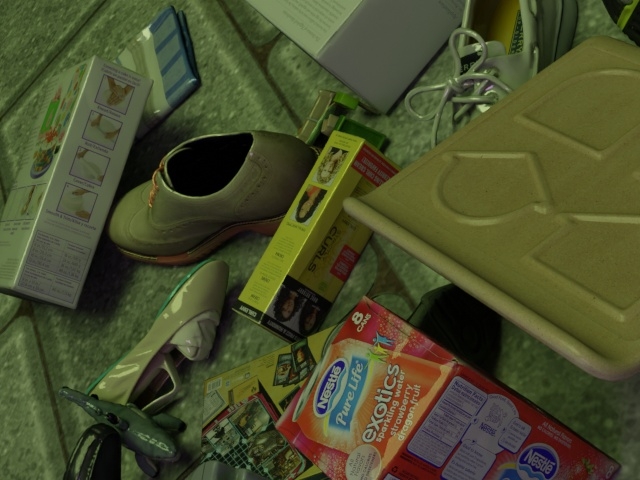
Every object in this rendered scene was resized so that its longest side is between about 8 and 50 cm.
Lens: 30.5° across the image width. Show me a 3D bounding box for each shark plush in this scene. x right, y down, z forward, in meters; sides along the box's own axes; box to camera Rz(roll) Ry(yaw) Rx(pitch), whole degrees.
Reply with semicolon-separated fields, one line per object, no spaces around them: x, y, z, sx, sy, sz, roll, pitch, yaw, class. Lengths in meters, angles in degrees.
-0.224;0.203;1.350;0.161;0.067;0.073;39;86;13;shark plush

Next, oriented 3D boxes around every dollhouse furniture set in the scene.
0.026;-0.135;1.414;0.076;0.059;0.152;-63;19;3;dollhouse furniture set

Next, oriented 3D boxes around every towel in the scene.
-0.305;-0.218;1.805;0.285;0.034;0.209;-38;43;20;towel

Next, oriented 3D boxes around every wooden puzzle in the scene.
0.244;-0.034;0.986;0.348;0.080;0.322;-32;39;-20;wooden puzzle

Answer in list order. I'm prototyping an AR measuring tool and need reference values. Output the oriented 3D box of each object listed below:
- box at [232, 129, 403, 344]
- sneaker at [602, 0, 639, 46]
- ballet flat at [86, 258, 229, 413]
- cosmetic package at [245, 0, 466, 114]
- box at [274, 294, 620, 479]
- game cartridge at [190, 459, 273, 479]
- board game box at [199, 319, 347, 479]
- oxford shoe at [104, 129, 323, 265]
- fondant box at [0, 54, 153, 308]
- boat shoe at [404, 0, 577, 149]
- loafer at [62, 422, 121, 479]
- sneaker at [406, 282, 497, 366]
0.000;0.000;1.297;0.058;0.087;0.232;22;79;48;box
0.409;-0.239;1.033;0.147;0.145;0.385;-40;33;-23;sneaker
-0.178;0.135;1.402;0.248;0.086;0.086;-49;39;11;ballet flat
0.058;-0.309;1.412;0.224;0.138;0.224;-49;39;6;cosmetic package
0.107;0.164;0.932;0.128;0.257;0.123;-56;42;0;box
-0.049;0.359;1.001;0.062;0.198;0.297;-18;51;37;game cartridge
-0.025;0.188;1.223;0.243;0.042;0.165;-25;48;32;board game box
-0.159;-0.069;1.455;0.397;0.147;0.140;-16;56;41;oxford shoe
-0.360;-0.077;1.635;0.238;0.096;0.330;0;72;63;fondant box
0.168;-0.152;1.173;0.136;0.156;0.367;-9;57;42;boat shoe
-0.246;0.317;1.308;0.078;0.076;0.223;9;92;29;loafer
0.069;0.118;1.092;0.130;0.087;0.227;-20;19;51;sneaker
